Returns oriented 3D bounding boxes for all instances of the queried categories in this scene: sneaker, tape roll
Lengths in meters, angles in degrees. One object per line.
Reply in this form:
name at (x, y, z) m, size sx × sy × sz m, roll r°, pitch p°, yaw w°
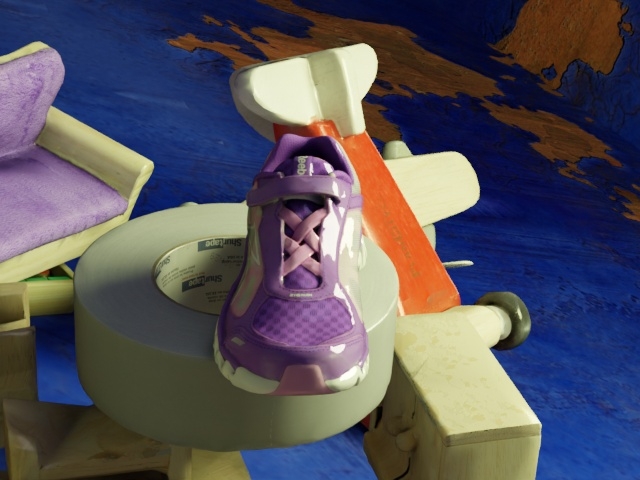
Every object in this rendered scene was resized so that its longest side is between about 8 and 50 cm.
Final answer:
sneaker at (-0.014, 0.007, 0.983) m, size 0.095 × 0.104 × 0.236 m, roll 4°, pitch 29°, yaw 0°
tape roll at (-0.057, 0.053, 1.078) m, size 0.219 × 0.072 × 0.219 m, roll 2°, pitch 28°, yaw -1°

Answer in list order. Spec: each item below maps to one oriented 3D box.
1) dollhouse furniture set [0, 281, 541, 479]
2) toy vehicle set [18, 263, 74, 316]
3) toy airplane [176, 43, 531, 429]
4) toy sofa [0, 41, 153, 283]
dollhouse furniture set at (-0.068, 0.214, 1.125) m, size 0.394 × 0.256 × 0.362 m, roll -5°, pitch 28°, yaw -15°
toy vehicle set at (-0.366, 0.015, 1.441) m, size 0.166 × 0.035 × 0.267 m, roll 38°, pitch 24°, yaw 32°
toy airplane at (0.000, 0.000, 1.557) m, size 0.386 × 0.272 × 0.384 m, roll 29°, pitch 48°, yaw -26°
toy sofa at (-0.292, -0.050, 1.376) m, size 0.150 × 0.177 × 0.362 m, roll 29°, pitch 20°, yaw 13°
